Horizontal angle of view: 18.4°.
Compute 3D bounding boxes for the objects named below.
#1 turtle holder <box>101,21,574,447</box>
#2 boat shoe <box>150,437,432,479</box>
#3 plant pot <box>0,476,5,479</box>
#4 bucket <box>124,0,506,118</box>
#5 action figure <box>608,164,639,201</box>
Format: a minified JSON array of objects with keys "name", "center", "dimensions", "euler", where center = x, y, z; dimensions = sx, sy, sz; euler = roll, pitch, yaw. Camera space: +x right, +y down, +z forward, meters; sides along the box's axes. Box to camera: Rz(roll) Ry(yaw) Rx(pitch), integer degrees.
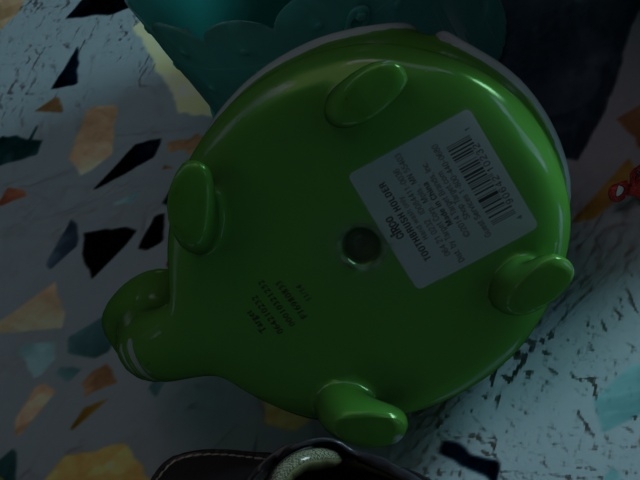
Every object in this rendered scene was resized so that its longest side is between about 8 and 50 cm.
[{"name":"turtle holder","center":[0.019,0.005,1.294],"dimensions":[0.320,0.243,0.227],"euler":[-59,4,19]},{"name":"boat shoe","center":[-0.003,0.166,1.212],"dimensions":[0.285,0.092,0.103],"euler":[12,54,41]},{"name":"plant pot","center":[-0.309,0.250,1.229],"dimensions":[0.254,0.276,0.276],"euler":[-48,39,-1]},{"name":"bucket","center":[0.000,-0.191,1.527],"dimensions":[0.281,0.183,0.281],"euler":[-20,39,17]},{"name":"action figure","center":[0.246,-0.058,1.337],"dimensions":[0.115,0.030,0.038],"euler":[-32,43,4]}]
